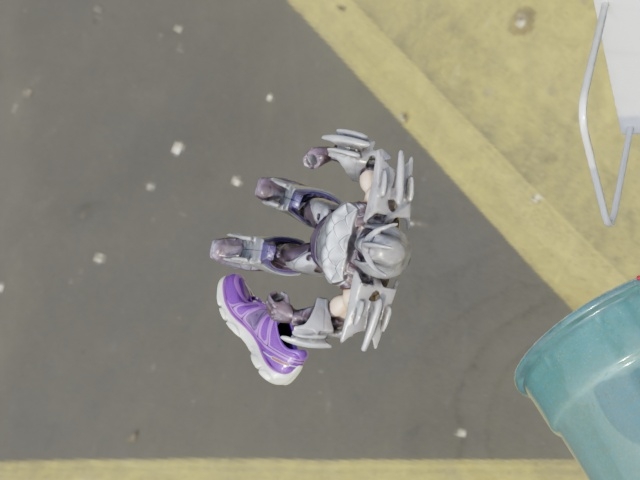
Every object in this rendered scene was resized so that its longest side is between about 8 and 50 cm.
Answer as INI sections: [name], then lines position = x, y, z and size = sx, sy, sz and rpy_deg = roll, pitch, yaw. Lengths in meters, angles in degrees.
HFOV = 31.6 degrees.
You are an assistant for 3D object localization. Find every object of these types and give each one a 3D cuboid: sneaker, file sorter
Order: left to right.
[sneaker]
position = -0.066, 0.100, 1.403
size = 0.071, 0.068, 0.170
rpy_deg = -48, 59, 18
[file sorter]
position = 0.401, -0.123, 1.062
size = 0.277, 0.193, 0.173
rpy_deg = 0, 51, 26

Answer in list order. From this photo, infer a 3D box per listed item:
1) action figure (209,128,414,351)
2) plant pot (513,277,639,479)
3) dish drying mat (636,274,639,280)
[action figure]
position = 0.000, 0.000, 0.991
size = 0.285, 0.099, 0.185
rpy_deg = 11, 79, 67
[plant pot]
position = 0.475, 0.256, 1.468
size = 0.341, 0.341, 0.334
rpy_deg = -38, 58, 26
[dish drying mat]
position = 0.373, 0.037, 1.173
size = 0.083, 0.032, 0.008
rpy_deg = -3, 87, 24
